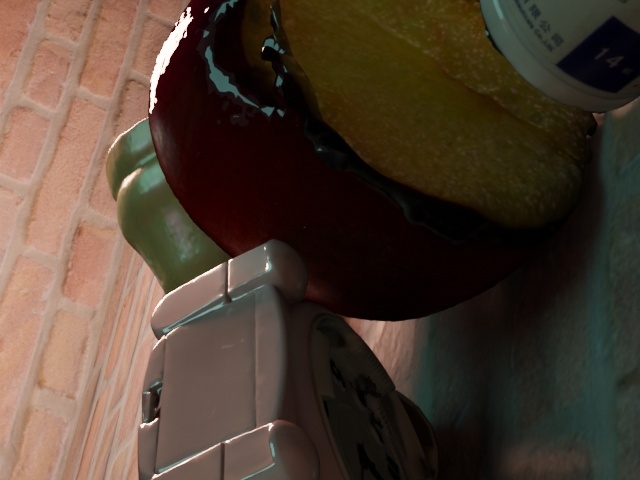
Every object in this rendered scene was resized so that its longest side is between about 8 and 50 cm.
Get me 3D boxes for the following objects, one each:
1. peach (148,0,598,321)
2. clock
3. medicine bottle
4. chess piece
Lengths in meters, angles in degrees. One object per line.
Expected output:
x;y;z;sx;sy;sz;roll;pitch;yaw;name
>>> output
0.051;-0.106;1.153;0.416;0.353;0.339;17;45;39;peach
-0.003;0.209;1.023;0.184;0.326;0.342;-28;33;22;clock
0.288;-0.255;0.925;0.332;0.190;0.190;-41;32;55;medicine bottle
-0.100;0.075;1.409;0.234;0.234;0.442;-47;54;48;chess piece
